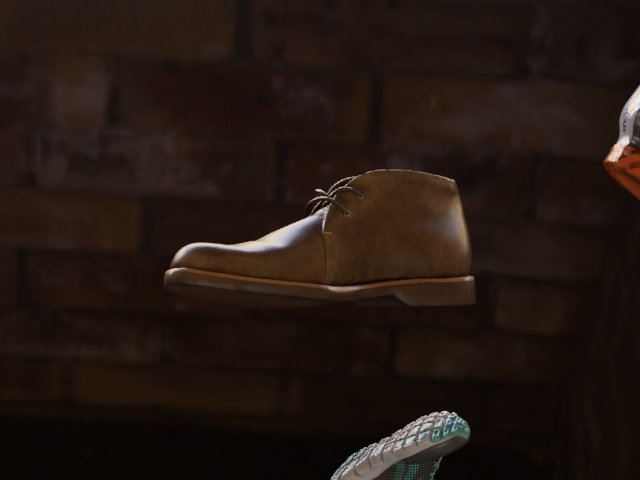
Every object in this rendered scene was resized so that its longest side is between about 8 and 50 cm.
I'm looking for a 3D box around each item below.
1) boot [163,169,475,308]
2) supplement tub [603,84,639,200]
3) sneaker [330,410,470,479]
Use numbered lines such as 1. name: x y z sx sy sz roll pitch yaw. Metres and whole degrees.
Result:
1. boot: 0.000 0.000 1.573 0.305 0.115 0.112 -1 2 -40
2. supplement tub: 0.304 -0.107 1.451 0.117 0.117 0.190 35 86 39
3. sneaker: 0.090 0.225 1.893 0.076 0.166 0.065 52 36 -9
